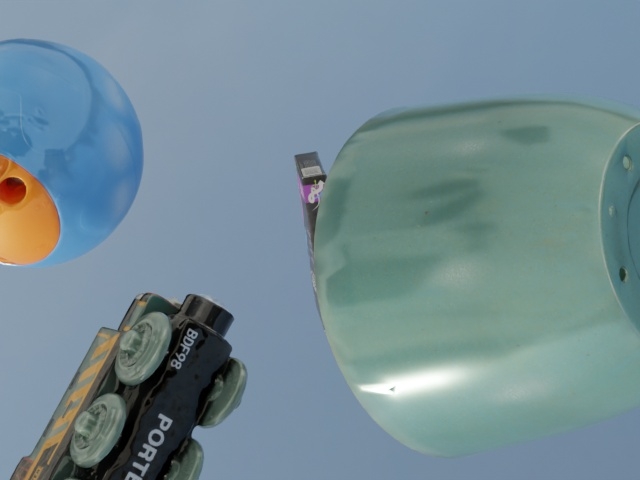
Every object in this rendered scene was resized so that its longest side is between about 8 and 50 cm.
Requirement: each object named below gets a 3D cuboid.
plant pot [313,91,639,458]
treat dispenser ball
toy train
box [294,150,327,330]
[{"bbox_3d":[0.180,0.016,1.533,0.235,0.293,0.293,-11,-136,43],"label":"plant pot"},{"bbox_3d":[-0.365,-0.109,2.462,0.288,0.288,0.288,-24,-141,21],"label":"treat dispenser ball"},{"bbox_3d":[-0.201,0.197,1.905,0.190,0.142,0.334,9,-110,59],"label":"toy train"},{"bbox_3d":[0.000,0.000,1.994,0.029,0.162,0.116,-10,-166,-2],"label":"box"}]
